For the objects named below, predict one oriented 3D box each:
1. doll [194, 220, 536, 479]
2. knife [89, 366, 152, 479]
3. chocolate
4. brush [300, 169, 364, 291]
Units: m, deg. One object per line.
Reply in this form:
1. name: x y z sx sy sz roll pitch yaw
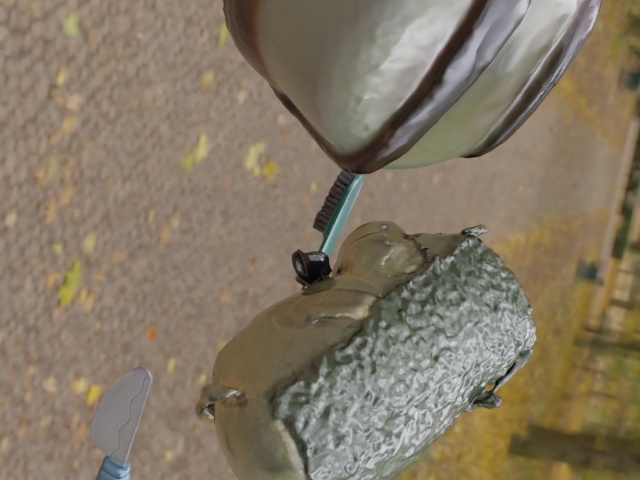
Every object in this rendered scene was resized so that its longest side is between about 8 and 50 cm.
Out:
1. doll: 0.044 0.114 1.376 0.349 0.247 0.247 -29 148 -14
2. knife: -0.210 0.206 1.378 0.032 0.058 0.244 -41 154 -47
3. chocolate: 0.083 -0.176 0.996 0.283 0.186 0.283 -23 140 -21
4. brush: 0.000 0.000 1.568 0.193 0.032 0.043 -64 167 22
